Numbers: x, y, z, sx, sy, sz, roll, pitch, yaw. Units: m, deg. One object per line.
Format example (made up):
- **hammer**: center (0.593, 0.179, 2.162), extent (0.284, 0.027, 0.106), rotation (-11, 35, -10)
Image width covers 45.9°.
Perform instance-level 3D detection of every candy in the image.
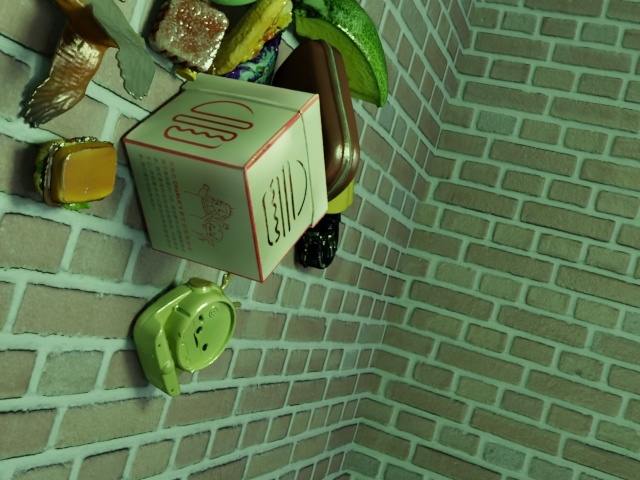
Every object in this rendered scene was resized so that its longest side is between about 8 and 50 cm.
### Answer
- **candy**: center (-0.169, -0.393, 1.834), extent (0.275, 0.070, 0.145), rotation (-53, 162, -46)

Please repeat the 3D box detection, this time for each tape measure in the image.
- **tape measure**: center (0.000, 0.000, 2.452), extent (0.199, 0.112, 0.186), rotation (-49, 149, -46)

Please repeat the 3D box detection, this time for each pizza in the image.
- **pizza**: center (-0.116, -0.500, 1.720), extent (0.280, 0.075, 0.287), rotation (-40, -171, 37)

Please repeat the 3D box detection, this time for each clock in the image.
- **clock**: center (-0.296, 0.203, 1.803), extent (0.308, 0.096, 0.235), rotation (-41, 141, -35)

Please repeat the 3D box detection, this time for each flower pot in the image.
- **flower pot**: center (0.014, -0.200, 2.214), extent (0.195, 0.195, 0.179), rotation (-45, 151, -52)

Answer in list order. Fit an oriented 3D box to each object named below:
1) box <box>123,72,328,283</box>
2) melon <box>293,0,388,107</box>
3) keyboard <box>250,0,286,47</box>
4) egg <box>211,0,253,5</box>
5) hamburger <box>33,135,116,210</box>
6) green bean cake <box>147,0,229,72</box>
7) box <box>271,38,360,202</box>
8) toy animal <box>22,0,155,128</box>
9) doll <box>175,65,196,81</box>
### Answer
- **box**: center (-0.190, -0.139, 1.621), extent (0.300, 0.312, 0.314), rotation (-52, 148, -42)
- **melon**: center (0.054, -0.551, 2.062), extent (0.343, 0.226, 0.331), rotation (72, 1, -72)
- **keyboard**: center (-0.141, -0.609, 1.816), extent (0.106, 0.027, 0.317), rotation (-61, 154, -30)
- **egg**: center (-0.175, -0.578, 1.488), extent (0.269, 0.220, 0.220), rotation (-47, 147, -68)
- **hamburger**: center (-0.438, -0.119, 1.330), extent (0.166, 0.087, 0.137), rotation (-16, 119, -64)
- **green bean cake**: center (-0.266, -0.419, 1.519), extent (0.135, 0.056, 0.135), rotation (26, 81, -32)
- **box**: center (-0.019, -0.286, 1.833), extent (0.108, 0.263, 0.404), rotation (4, 64, -32)
- **toy animal**: center (-0.414, -0.375, 1.236), extent (0.284, 0.225, 0.302), rotation (57, 35, -36)
- **doll**: center (-0.264, -0.406, 1.589), extent (0.084, 0.073, 0.127), rotation (38, 72, -55)
